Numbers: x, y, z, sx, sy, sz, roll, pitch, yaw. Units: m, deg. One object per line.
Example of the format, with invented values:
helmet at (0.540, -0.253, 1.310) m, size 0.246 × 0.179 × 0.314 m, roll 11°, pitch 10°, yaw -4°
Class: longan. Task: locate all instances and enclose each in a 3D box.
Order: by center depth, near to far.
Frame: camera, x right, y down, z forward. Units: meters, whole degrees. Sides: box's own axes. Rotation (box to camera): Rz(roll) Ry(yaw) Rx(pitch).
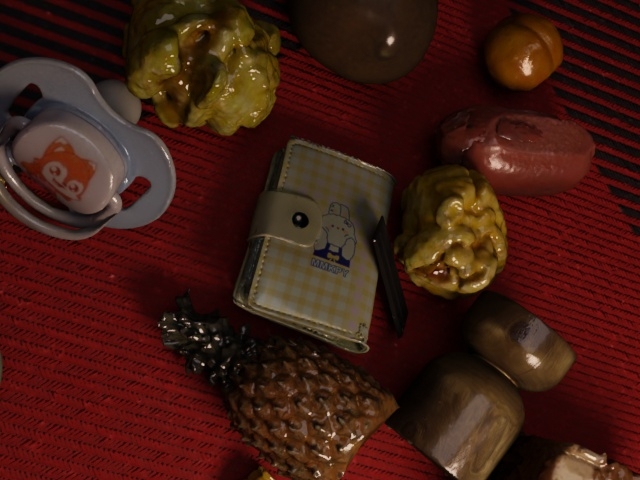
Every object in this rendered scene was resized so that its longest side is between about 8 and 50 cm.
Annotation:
longan at (0.069, -0.381, 1.383) m, size 0.258 × 0.258 × 0.258 m, roll 3°, pitch 79°, yaw -16°

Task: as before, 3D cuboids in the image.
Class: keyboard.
keyboard at (0.111, 0.060, 1.359) m, size 0.067 × 0.011 × 0.202 m, roll -67°, pitch 147°, yaw -49°

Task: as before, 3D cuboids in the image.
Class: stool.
stool at (0.244, 0.233, 1.333) m, size 0.179 × 0.179 × 0.264 m, roll 40°, pitch 81°, yaw -6°

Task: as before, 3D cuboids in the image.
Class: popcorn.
popcorn at (-0.171, -0.275, 1.308) m, size 0.250 × 0.235 × 0.241 m, roll 15°, pitch 57°, yaw -26°
popcorn at (0.219, -0.001, 1.369) m, size 0.200 × 0.203 × 0.226 m, roll 9°, pitch 118°, yaw -20°

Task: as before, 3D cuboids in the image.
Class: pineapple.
pineapple at (-0.078, 0.201, 1.268) m, size 0.362 × 0.202 × 0.202 m, roll 38°, pitch 71°, yaw 5°

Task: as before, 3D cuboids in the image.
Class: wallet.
wallet at (0.000, 0.000, 1.340) m, size 0.223 × 0.077 × 0.309 m, roll 22°, pitch 57°, yaw -16°

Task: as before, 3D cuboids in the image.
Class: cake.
cake at (0.383, 0.463, 1.318) m, size 0.290 × 0.256 × 0.282 m, roll 25°, pitch 75°, yaw -6°

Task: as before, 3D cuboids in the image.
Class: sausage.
sausage at (0.324, -0.151, 1.466) m, size 0.280 × 0.152 × 0.152 m, roll 4°, pitch 79°, yaw -15°

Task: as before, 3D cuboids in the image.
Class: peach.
peach at (0.352, -0.332, 1.521) m, size 0.138 × 0.138 × 0.138 m, roll 3°, pitch 79°, yaw -16°

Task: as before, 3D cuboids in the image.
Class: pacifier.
pacifier at (-0.341, -0.153, 1.271) m, size 0.299 × 0.244 × 0.233 m, roll 43°, pitch 39°, yaw -18°

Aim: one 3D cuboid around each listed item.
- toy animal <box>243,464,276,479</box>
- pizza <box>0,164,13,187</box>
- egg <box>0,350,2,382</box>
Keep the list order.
toy animal at (-0.119, 0.414, 1.275) m, size 0.159 × 0.070 × 0.083 m, roll -38°, pitch 94°, yaw -14°
pizza at (-0.497, -0.121, 1.284) m, size 0.109 × 0.026 × 0.123 m, roll -38°, pitch 91°, yaw -22°
egg at (-0.510, 0.191, 1.154) m, size 0.149 × 0.149 × 0.192 m, roll 23°, pitch 75°, yaw -11°
